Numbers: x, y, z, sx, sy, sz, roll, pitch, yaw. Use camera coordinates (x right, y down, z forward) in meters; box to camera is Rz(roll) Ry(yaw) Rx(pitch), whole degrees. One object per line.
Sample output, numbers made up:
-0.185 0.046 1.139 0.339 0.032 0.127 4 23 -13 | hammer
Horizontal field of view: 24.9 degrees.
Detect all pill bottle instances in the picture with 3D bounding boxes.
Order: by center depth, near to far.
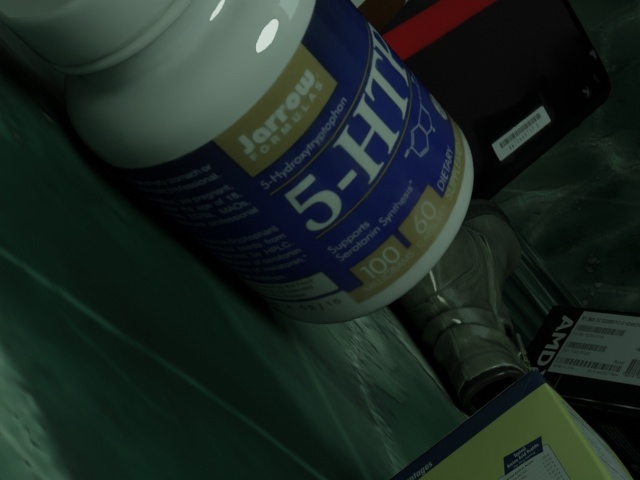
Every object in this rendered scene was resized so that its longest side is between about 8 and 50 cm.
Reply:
-0.032 -0.058 0.560 0.187 0.112 0.112 43 11 -40 | pill bottle

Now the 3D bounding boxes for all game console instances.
0.099 -0.211 1.333 0.386 0.060 0.342 -37 100 -45 | game console

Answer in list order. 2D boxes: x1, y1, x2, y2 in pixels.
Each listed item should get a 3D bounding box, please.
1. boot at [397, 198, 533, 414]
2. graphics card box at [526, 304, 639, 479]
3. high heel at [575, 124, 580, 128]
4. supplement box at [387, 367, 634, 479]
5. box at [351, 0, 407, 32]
0.104 0.054 0.964 0.161 0.083 0.246 60 17 17 | boot
0.326 0.156 0.972 0.233 0.094 0.371 44 -24 -27 | graphics card box
0.177 -0.073 1.448 0.261 0.093 0.186 5 77 -40 | high heel
0.068 0.104 0.473 0.056 0.083 0.083 45 11 -37 | supplement box
-0.131 -0.241 0.755 0.381 0.143 0.191 53 9 28 | box
